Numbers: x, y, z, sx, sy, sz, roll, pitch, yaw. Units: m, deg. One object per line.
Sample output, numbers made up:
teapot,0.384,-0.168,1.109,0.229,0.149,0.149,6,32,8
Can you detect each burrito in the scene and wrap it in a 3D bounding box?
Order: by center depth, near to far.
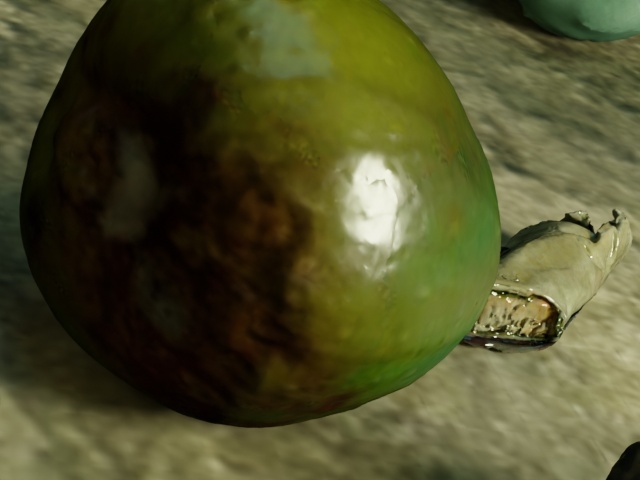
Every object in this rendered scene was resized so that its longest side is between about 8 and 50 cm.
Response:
burrito,0.109,0.018,0.835,0.055,0.041,0.149,17,27,29

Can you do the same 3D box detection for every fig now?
fig,-0.016,-0.016,0.669,0.191,0.181,0.181,24,19,-36

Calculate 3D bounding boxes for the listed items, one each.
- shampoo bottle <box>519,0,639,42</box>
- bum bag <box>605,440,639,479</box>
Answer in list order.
shampoo bottle,0.175,-0.270,1.306,0.222,0.151,0.349,19,25,-24
bum bag,0.107,0.137,0.576,0.102,0.069,0.248,44,35,14
